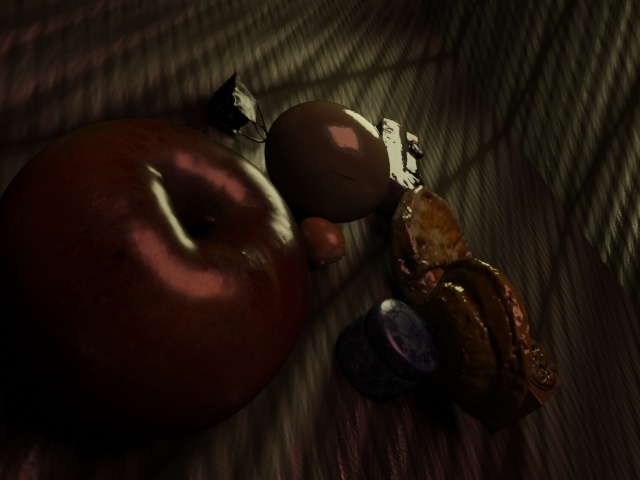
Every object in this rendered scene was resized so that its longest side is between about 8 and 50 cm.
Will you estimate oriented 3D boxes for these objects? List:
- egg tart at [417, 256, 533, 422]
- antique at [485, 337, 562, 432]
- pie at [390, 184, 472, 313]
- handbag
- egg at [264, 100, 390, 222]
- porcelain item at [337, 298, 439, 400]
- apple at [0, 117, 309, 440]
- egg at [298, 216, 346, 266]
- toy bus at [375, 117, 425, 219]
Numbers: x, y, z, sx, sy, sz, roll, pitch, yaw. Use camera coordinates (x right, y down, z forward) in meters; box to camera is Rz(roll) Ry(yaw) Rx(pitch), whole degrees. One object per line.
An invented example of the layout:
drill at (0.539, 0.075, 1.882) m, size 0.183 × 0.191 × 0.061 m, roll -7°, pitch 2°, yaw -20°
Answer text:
egg tart at (0.247, 0.174, 1.120) m, size 0.115 × 0.290 × 0.290 m, roll -4°, pitch 53°, yaw -20°
antique at (0.374, 0.266, 1.266) m, size 0.146 × 0.148 × 0.152 m, roll 54°, pitch 33°, yaw 15°
pie at (0.253, 0.047, 1.400) m, size 0.339 × 0.077 × 0.339 m, roll 29°, pitch 50°, yaw -42°
handbag at (-0.153, -0.246, 1.285) m, size 0.139 × 0.072 × 0.115 m, roll 44°, pitch 25°, yaw -32°
egg at (0.017, -0.147, 1.221) m, size 0.269 × 0.219 × 0.219 m, roll 25°, pitch 37°, yaw -38°
porcelain item at (0.116, 0.179, 1.068) m, size 0.147 × 0.114 × 0.147 m, roll 33°, pitch 33°, yaw -25°
apple at (-0.178, 0.040, 0.693) m, size 0.348 × 0.277 × 0.348 m, roll 29°, pitch 36°, yaw -23°
egg at (0.000, 0.000, 1.166) m, size 0.080 × 0.080 × 0.096 m, roll 4°, pitch 43°, yaw -50°
toy bus at (0.175, -0.182, 1.582) m, size 0.138 × 0.112 × 0.317 m, roll 33°, pitch 32°, yaw -16°
